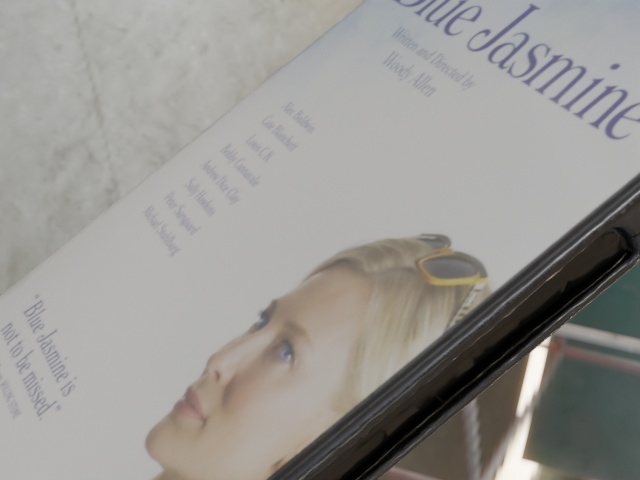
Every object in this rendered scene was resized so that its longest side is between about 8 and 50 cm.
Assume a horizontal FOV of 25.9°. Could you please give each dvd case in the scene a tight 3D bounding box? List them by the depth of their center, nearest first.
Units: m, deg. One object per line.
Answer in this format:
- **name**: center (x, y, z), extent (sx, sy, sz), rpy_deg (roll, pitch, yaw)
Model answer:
- **dvd case**: center (0.000, 0.000, 0.427), extent (0.253, 0.180, 0.022), rpy_deg (-39, 124, -3)
